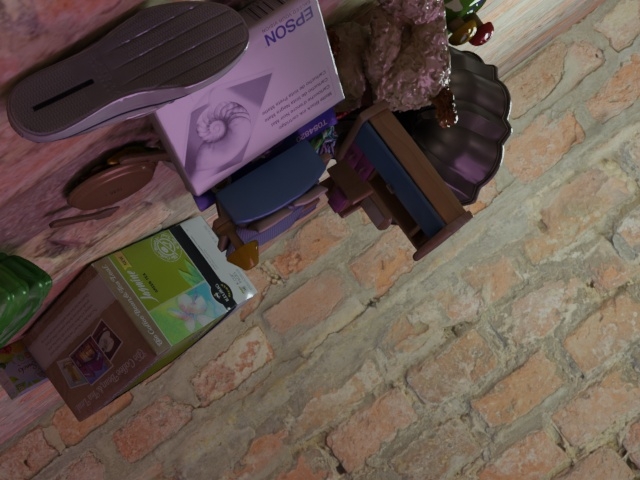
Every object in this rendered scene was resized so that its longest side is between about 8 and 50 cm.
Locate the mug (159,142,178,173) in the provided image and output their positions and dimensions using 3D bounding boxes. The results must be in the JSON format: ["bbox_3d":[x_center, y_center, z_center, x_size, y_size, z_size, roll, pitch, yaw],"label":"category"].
[{"bbox_3d":[-0.191,-0.127,1.083,0.062,0.078,0.064,-1,177,17],"label":"mug"}]

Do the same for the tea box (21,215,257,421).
[{"bbox_3d":[-0.371,0.157,1.620,0.329,0.220,0.323,-39,176,36],"label":"tea box"}]

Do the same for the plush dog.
[{"bbox_3d":[0.067,-0.245,1.119,0.225,0.211,0.262,-10,176,4],"label":"plush dog"}]

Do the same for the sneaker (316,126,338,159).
[{"bbox_3d":[0.042,-0.208,1.571,0.262,0.125,0.104,-35,176,-20],"label":"sneaker"}]

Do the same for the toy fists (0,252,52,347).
[{"bbox_3d":[-0.424,0.083,0.984,0.142,0.096,0.279,-45,-176,-3],"label":"toy fists"}]

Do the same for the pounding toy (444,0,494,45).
[{"bbox_3d":[0.249,-0.390,1.326,0.183,0.110,0.237,-35,177,-21],"label":"pounding toy"}]

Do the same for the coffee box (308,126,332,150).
[{"bbox_3d":[-0.017,-0.194,1.439,0.184,0.040,0.113,-56,176,-2],"label":"coffee box"}]

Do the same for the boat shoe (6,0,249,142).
[{"bbox_3d":[-0.176,-0.155,0.717,0.226,0.083,0.076,-23,-175,-16],"label":"boat shoe"}]

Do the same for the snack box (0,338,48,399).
[{"bbox_3d":[-0.606,0.256,1.618,0.037,0.100,0.141,-38,176,27],"label":"snack box"}]

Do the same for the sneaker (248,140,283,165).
[{"bbox_3d":[-0.113,-0.170,1.050,0.283,0.107,0.124,40,63,-71],"label":"sneaker"}]

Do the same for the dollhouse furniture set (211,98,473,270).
[{"bbox_3d":[0.000,0.000,1.084,0.303,0.198,0.286,-32,172,-20],"label":"dollhouse furniture set"}]

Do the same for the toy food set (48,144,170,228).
[{"bbox_3d":[-0.272,-0.081,1.023,0.192,0.039,0.132,-32,172,34],"label":"toy food set"}]

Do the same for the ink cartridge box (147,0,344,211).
[{"bbox_3d":[-0.078,-0.151,0.903,0.223,0.045,0.224,-36,142,-12],"label":"ink cartridge box"}]

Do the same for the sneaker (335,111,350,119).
[{"bbox_3d":[-0.034,-0.214,1.310,0.221,0.087,0.128,-24,-176,-5],"label":"sneaker"}]

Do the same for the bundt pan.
[{"bbox_3d":[0.148,-0.192,1.320,0.331,0.331,0.124,-38,141,29],"label":"bundt pan"}]
